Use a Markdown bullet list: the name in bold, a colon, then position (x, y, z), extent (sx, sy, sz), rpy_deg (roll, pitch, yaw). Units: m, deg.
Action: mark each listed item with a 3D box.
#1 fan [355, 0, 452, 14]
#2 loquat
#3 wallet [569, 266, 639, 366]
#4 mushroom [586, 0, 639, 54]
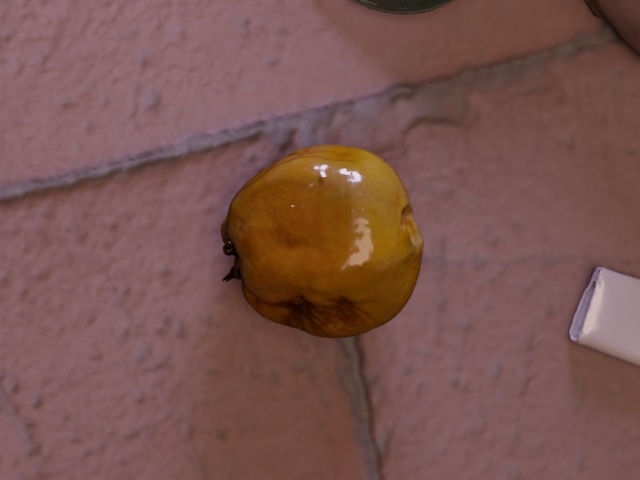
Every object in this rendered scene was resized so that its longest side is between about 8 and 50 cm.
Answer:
- **fan**: position (0.052, -0.294, 1.028), extent (0.223, 0.012, 0.294), rpy_deg (28, 119, 3)
- **loquat**: position (0.000, 0.000, 1.073), extent (0.137, 0.113, 0.137), rpy_deg (3, 112, 7)
- **wallet**: position (0.246, 0.064, 1.166), extent (0.122, 0.025, 0.061), rpy_deg (18, 96, -11)
- **mushroom**: position (0.323, -0.180, 1.074), extent (0.236, 0.173, 0.162), rpy_deg (-31, 104, -5)
